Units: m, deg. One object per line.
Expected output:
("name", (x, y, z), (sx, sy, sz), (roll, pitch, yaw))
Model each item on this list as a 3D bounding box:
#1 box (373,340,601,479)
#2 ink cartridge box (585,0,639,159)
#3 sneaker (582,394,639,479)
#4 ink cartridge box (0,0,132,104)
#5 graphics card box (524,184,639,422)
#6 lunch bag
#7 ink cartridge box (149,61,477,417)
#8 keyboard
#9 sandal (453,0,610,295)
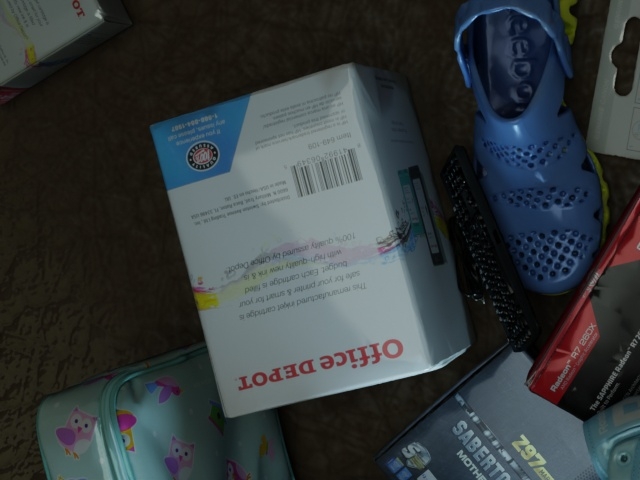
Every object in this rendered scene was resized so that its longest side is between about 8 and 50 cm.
("box", (0.191, 0.231, 1.398), (0.183, 0.059, 0.233), (-42, 80, 14))
("ink cartridge box", (0.366, -0.150, 1.336), (0.232, 0.066, 0.189), (14, 98, 38))
("sneaker", (0.292, 0.161, 1.191), (0.150, 0.135, 0.366), (30, 106, -1))
("ink cartridge box", (-0.296, -0.231, 1.520), (0.175, 0.072, 0.127), (-28, 84, 17))
("graphics card box", (0.391, 0.115, 1.284), (0.371, 0.094, 0.233), (30, 101, 6))
("lunch bag", (-0.125, 0.214, 1.390), (0.108, 0.279, 0.224), (-18, 87, 29))
("ink cartridge box", (0.000, 0.000, 1.373), (0.198, 0.197, 0.270), (-15, 88, 18))
("keyboard", (0.141, 0.017, 1.365), (0.038, 0.100, 0.192), (-16, 70, -11))
("sandal", (0.178, -0.105, 1.342), (0.126, 0.138, 0.317), (-11, 92, 19))
